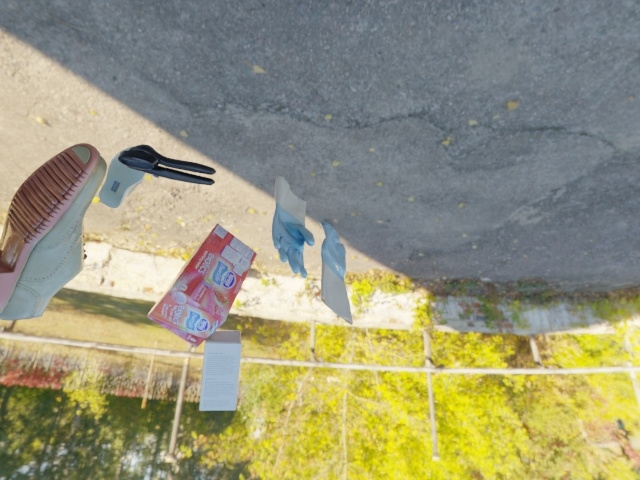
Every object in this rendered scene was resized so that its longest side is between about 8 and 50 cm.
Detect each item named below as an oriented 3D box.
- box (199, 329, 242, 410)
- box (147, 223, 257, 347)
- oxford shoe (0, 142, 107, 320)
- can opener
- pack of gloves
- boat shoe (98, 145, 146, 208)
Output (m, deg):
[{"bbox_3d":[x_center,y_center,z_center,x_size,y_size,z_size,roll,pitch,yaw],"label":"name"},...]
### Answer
[{"bbox_3d":[-0.257,0.329,1.057,0.091,0.170,0.130,5,180,-13],"label":"box"},{"bbox_3d":[-0.302,0.111,1.099,0.154,0.300,0.142,38,120,-15],"label":"box"},{"bbox_3d":[-0.532,-0.012,0.815,0.140,0.397,0.146,41,-174,31],"label":"oxford shoe"},{"bbox_3d":[-0.307,-0.146,0.832,0.186,0.073,0.059,14,132,-15],"label":"can opener"},{"bbox_3d":[0.000,0.000,0.700,0.046,0.232,0.195,-35,122,22],"label":"pack of gloves"},{"bbox_3d":[-0.493,-0.173,1.044,0.079,0.081,0.227,37,128,-21],"label":"boat shoe"}]
